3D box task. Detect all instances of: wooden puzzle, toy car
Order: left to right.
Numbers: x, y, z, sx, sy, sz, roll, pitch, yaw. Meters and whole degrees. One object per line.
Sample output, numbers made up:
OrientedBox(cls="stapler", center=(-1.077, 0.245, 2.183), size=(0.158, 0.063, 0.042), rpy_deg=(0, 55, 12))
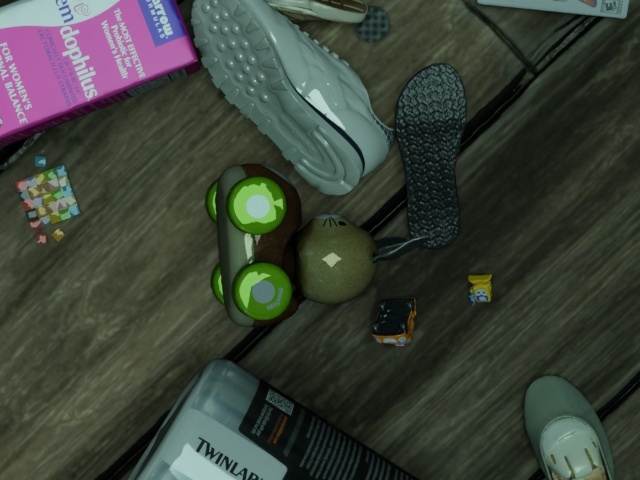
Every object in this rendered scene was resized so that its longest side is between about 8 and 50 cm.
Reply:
OrientedBox(cls="wooden puzzle", center=(-0.257, -0.040, 1.602), size=(0.049, 0.006, 0.083), rpy_deg=(-20, 94, -1))
OrientedBox(cls="toy car", center=(0.000, 0.000, 1.551), size=(0.188, 0.155, 0.149), rpy_deg=(-4, 93, -12))
OrientedBox(cls="toy car", center=(0.109, 0.075, 1.603), size=(0.122, 0.060, 0.040), rpy_deg=(-13, 125, 5))

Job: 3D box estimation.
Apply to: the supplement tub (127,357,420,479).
OrientedBox(cls="supplement tub", center=(-0.015, 0.263, 1.536), size=(0.316, 0.193, 0.193), rpy_deg=(32, 91, -4))

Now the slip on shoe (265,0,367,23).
OrientedBox(cls="slip on shoe", center=(-0.025, -0.222, 1.589), size=(0.135, 0.051, 0.041), rpy_deg=(10, 132, -11))

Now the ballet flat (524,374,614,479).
OrientedBox(cls="ballet flat", center=(0.252, 0.231, 1.609), size=(0.072, 0.068, 0.213), rpy_deg=(-19, 93, -2))

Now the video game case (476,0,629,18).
OrientedBox(cls="video game case", center=(0.225, -0.287, 1.569), size=(0.143, 0.019, 0.157), rpy_deg=(6, 120, 1))

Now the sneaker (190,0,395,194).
OrientedBox(cls="sneaker", center=(-0.026, -0.154, 1.569), size=(0.235, 0.090, 0.095), rpy_deg=(53, 52, -10))

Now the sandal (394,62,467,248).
OrientedBox(cls="sandal", center=(0.104, -0.082, 1.606), size=(0.067, 0.040, 0.179), rpy_deg=(0, 107, 3))

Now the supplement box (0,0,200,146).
OrientedBox(cls="supplement box", center=(-0.230, -0.171, 1.545), size=(0.220, 0.114, 0.111), rpy_deg=(-22, 93, -3))
